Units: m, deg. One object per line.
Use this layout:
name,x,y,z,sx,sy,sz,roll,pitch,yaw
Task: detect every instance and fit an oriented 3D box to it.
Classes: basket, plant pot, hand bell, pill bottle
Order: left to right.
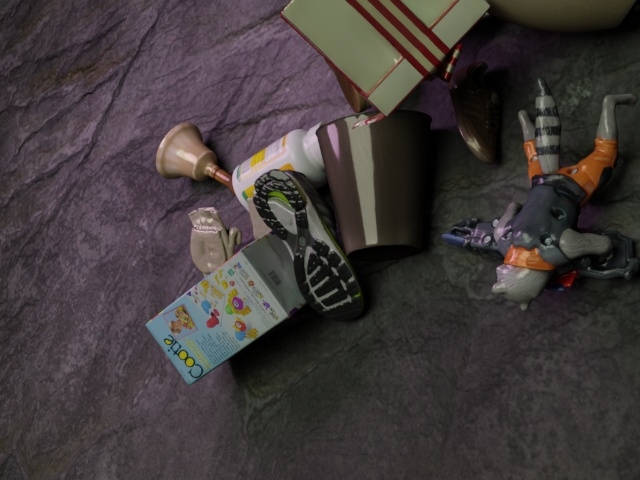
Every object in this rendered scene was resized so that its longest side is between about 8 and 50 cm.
hand bell,-0.201,-0.130,2.116,0.242,0.126,0.126,31,98,30
pill bottle,-0.053,-0.134,1.965,0.208,0.117,0.118,-30,60,31
basket,0.100,-0.088,1.805,0.204,0.154,0.227,-8,77,14
plant pot,0.401,-0.426,1.597,0.191,0.284,0.284,31,100,4

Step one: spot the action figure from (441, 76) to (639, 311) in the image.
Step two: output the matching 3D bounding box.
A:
action figure,0.310,-0.059,1.605,0.341,0.178,0.330,2,70,40

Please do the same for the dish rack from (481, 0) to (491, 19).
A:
dish rack,0.159,-0.476,1.862,0.332,0.072,0.286,-10,71,17

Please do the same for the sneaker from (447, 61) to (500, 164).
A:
sneaker,0.264,-0.216,1.750,0.071,0.066,0.188,-34,56,30

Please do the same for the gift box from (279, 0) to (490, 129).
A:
gift box,0.088,-0.333,1.661,0.276,0.258,0.255,-47,10,12

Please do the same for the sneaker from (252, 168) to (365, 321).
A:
sneaker,0.000,0.000,1.854,0.111,0.121,0.300,-24,96,29

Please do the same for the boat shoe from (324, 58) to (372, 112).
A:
boat shoe,0.059,-0.366,1.960,0.098,0.109,0.302,-19,57,-8

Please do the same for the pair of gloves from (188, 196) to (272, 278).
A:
pair of gloves,-0.137,0.022,1.986,0.240,0.042,0.204,-10,103,33

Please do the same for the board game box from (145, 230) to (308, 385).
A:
board game box,-0.156,0.120,1.919,0.275,0.142,0.144,-36,89,32
